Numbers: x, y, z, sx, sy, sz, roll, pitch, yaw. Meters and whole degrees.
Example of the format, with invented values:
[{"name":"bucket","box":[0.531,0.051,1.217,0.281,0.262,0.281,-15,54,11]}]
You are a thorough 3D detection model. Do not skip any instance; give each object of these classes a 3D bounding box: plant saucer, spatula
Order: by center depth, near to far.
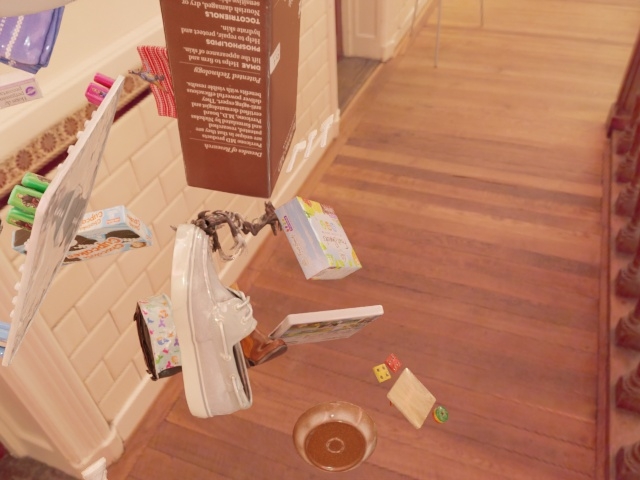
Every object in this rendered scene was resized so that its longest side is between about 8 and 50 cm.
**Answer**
[{"name":"plant saucer","box":[0.033,0.462,1.242,0.199,0.198,0.036,-2,19,2]},{"name":"spatula","box":[-0.031,-0.269,1.534,0.168,0.019,0.242,-33,23,22]}]

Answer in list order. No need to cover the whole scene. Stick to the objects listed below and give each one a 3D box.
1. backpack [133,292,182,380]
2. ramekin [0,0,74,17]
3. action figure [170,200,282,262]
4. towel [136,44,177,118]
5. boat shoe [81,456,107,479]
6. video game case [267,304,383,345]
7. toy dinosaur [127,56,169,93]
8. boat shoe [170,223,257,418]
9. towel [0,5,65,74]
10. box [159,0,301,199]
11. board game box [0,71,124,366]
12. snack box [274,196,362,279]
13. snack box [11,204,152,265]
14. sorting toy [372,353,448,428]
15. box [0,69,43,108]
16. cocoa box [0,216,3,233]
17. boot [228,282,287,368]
[{"name":"backpack","box":[-0.505,0.296,1.756,0.191,0.253,0.225,-20,9,-22]},{"name":"ramekin","box":[-0.266,-0.299,0.413,0.277,0.277,0.135,-21,84,-19]},{"name":"action figure","box":[-0.229,-0.017,1.373,0.276,0.140,0.164,-14,2,-24]},{"name":"towel","box":[-0.379,-0.393,1.382,0.031,0.198,0.275,-32,36,-29]},{"name":"boat shoe","box":[-0.595,0.628,1.438,0.066,0.184,0.063,-30,78,-41]},{"name":"video game case","box":[0.004,0.292,1.824,0.329,0.300,0.036,-2,67,-23]},{"name":"toy dinosaur","box":[-0.417,-0.387,1.291,0.082,0.090,0.047,4,30,26]},{"name":"boat shoe","box":[-0.108,0.087,0.578,0.081,0.227,0.079,-4,22,-4]},{"name":"towel","box":[-0.518,-0.400,0.728,0.336,0.243,0.040,17,1,-26]},{"name":"box","box":[-0.108,-0.261,0.726,0.143,0.381,0.191,11,48,3]},{"name":"board game box","box":[-0.455,-0.048,0.927,0.050,0.390,0.389,21,38,-18]},{"name":"snack box","box":[0.000,0.000,1.234,0.070,0.207,0.174,-31,75,20]},{"name":"snack box","box":[-0.673,-0.006,1.551,0.322,0.187,0.060,-13,69,3]},{"name":"sorting toy","box":[0.258,0.470,1.624,0.274,0.046,0.132,47,42,3]},{"name":"box","box":[-0.879,-0.354,1.363,0.324,0.063,0.067,-24,50,-19]},{"name":"cocoa box","box":[-0.825,-0.007,1.013,0.347,0.228,0.231,20,70,-22]},{"name":"boot","box":[-0.226,0.269,1.797,0.096,0.264,0.280,-17,80,-29]}]
